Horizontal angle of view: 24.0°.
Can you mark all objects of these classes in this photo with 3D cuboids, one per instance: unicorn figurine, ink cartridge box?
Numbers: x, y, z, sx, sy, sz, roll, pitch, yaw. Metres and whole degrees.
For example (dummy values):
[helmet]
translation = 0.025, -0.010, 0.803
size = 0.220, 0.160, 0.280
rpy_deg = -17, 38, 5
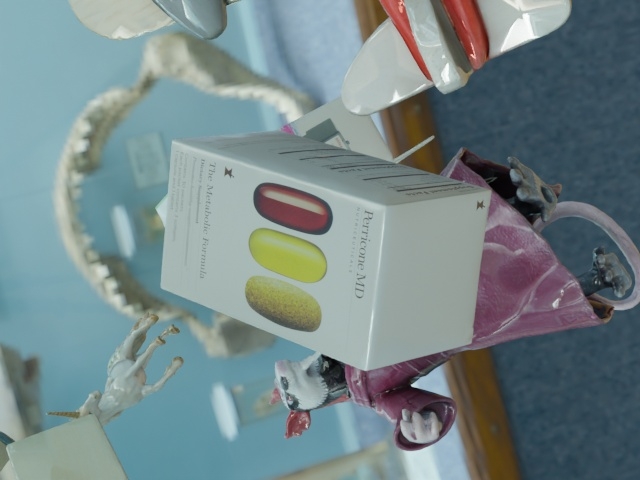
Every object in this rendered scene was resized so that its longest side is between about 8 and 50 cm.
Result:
[unicorn figurine]
translation = -0.186, 0.130, 1.449
size = 0.060, 0.111, 0.162
rpy_deg = 47, -171, -4
[ink cartridge box]
translation = -0.037, -0.095, 2.099
size = 0.119, 0.353, 0.207
rpy_deg = 61, 161, 1

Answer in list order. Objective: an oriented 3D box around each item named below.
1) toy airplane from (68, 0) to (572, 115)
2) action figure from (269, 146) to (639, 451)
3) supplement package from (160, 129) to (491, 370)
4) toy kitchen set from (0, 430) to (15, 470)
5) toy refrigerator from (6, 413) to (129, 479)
[toy airplane]
translation = 0.026, -0.281, 1.099
size = 0.384, 0.272, 0.386
rpy_deg = 24, 94, 18
[action figure]
translation = 0.090, 0.062, 1.452
size = 0.370, 0.276, 0.248
rpy_deg = -37, 79, 26
[supplement package]
translation = 0.000, 0.000, 1.241
size = 0.244, 0.134, 0.139
rpy_deg = 18, 109, 41
[toy kitchen set]
translation = -0.472, 0.182, 1.785
size = 0.166, 0.122, 0.207
rpy_deg = 10, 155, 49
[toy refrigerator]
translation = -0.185, 0.258, 1.234
size = 0.269, 0.094, 0.102
rpy_deg = -136, 30, -59
